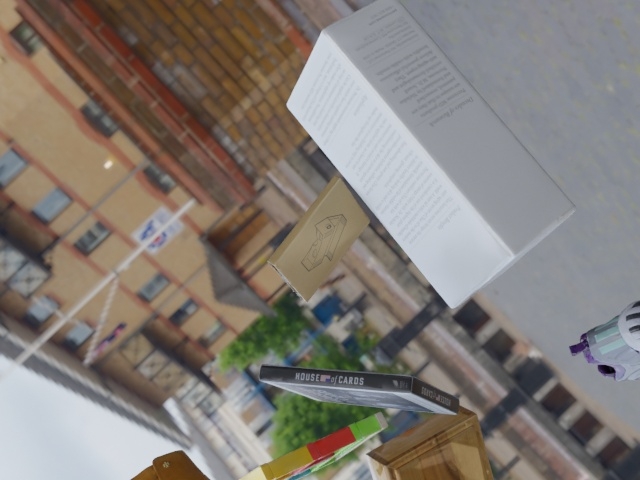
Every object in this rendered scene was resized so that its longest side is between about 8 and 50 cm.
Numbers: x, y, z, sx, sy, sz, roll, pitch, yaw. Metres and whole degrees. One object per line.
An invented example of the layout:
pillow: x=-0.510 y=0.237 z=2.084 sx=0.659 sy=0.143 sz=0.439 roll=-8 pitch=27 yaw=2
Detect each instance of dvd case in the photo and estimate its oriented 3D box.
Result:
dvd case: x=0.057 y=0.214 z=1.479 sx=0.239 sy=0.029 sz=0.179 roll=0 pitch=163 yaw=29

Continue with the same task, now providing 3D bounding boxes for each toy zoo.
toy zoo: x=-0.048 y=0.373 z=1.687 sx=0.030 sy=0.293 sz=0.192 roll=62 pitch=143 yaw=15

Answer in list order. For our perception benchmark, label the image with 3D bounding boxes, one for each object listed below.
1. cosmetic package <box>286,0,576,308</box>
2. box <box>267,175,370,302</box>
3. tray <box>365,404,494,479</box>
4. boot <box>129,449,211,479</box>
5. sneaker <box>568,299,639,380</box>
cosmetic package: x=0.165 y=-0.140 z=1.650 sx=0.453 sy=0.162 sz=0.230 roll=52 pitch=152 yaw=9
box: x=0.000 y=0.000 z=1.889 sx=0.021 sy=0.201 sz=0.164 roll=32 pitch=169 yaw=33
tray: x=0.236 y=0.528 z=1.879 sx=0.076 sy=0.203 sz=0.410 roll=16 pitch=127 yaw=60
boot: x=-0.207 y=0.468 z=1.900 sx=0.211 sy=0.295 sz=0.104 roll=56 pitch=157 yaw=36
sneaker: x=0.369 y=0.127 z=1.147 sx=0.224 sy=0.098 sz=0.083 roll=28 pitch=-133 yaw=-39
